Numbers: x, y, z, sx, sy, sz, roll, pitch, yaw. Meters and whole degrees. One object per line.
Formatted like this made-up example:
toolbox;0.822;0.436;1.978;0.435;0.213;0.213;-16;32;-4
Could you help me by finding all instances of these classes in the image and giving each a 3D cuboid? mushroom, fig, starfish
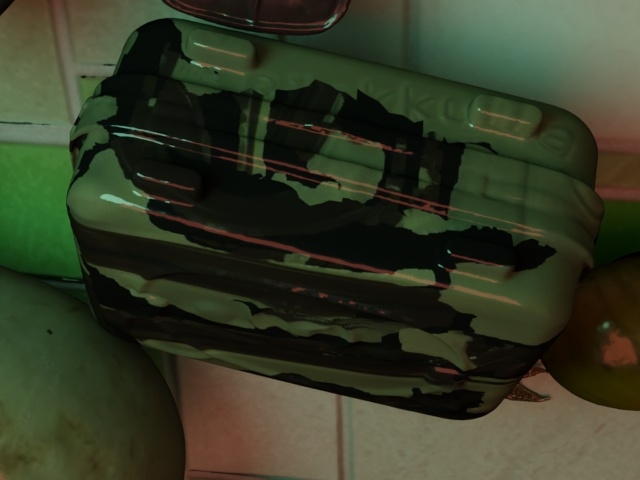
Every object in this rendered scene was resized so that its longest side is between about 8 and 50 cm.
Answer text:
mushroom;-0.292;0.175;0.954;0.362;0.295;0.362;16;158;7
fig;0.240;0.068;0.913;0.152;0.121;0.136;2;163;-2
starfish;0.157;0.127;1.040;0.092;0.016;0.086;25;128;-11

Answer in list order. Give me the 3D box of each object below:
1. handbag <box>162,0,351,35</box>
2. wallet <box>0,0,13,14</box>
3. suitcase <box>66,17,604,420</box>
handbag;-0.030;-0.245;0.731;0.146;0.135;0.225;13;126;-4
wallet;-0.243;-0.196;0.741;0.182;0.229;0.049;37;176;27
suitcase;0.000;0.000;0.863;0.351;0.194;0.339;14;154;1
